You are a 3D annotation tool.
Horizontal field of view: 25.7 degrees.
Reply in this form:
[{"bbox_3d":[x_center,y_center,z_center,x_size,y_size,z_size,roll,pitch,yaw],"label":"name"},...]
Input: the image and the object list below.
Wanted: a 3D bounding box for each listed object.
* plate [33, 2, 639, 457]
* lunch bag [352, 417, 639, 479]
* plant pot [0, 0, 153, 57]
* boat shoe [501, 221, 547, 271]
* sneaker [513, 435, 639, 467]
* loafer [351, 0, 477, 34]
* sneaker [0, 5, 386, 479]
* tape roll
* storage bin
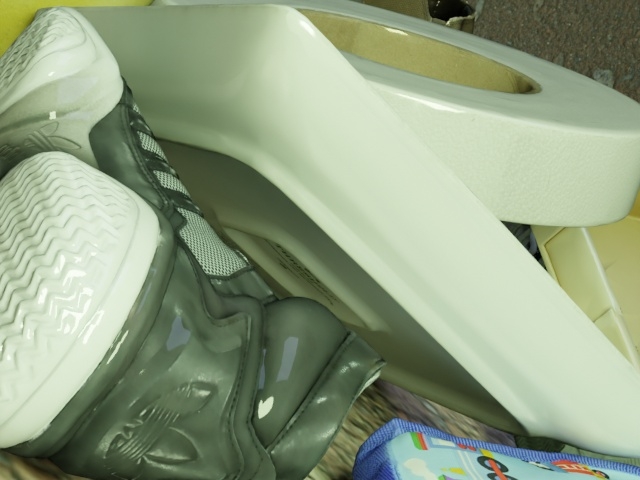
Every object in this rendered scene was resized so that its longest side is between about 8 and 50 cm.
[{"bbox_3d":[0.000,0.000,0.646,0.277,0.045,0.278,43,-13,-28],"label":"plate"},{"bbox_3d":[0.135,0.174,0.521,0.293,0.138,0.221,22,17,-17],"label":"lunch bag"},{"bbox_3d":[-0.166,-0.138,0.753,0.134,0.095,0.134,37,13,-10],"label":"plant pot"},{"bbox_3d":[0.238,0.012,1.381,0.156,0.136,0.367,18,34,-52],"label":"boat shoe"},{"bbox_3d":[0.202,0.163,0.820,0.228,0.086,0.132,53,12,20],"label":"sneaker"},{"bbox_3d":[0.095,-0.173,1.327,0.134,0.130,0.366,-108,174,-54],"label":"loafer"},{"bbox_3d":[-0.067,0.015,0.507,0.153,0.101,0.268,40,11,-26],"label":"sneaker"},{"bbox_3d":[0.053,-0.111,1.036,0.392,0.072,0.392,14,17,-5],"label":"tape roll"},{"bbox_3d":[0.326,0.036,1.222,0.260,0.123,0.262,11,49,-36],"label":"storage bin"}]
